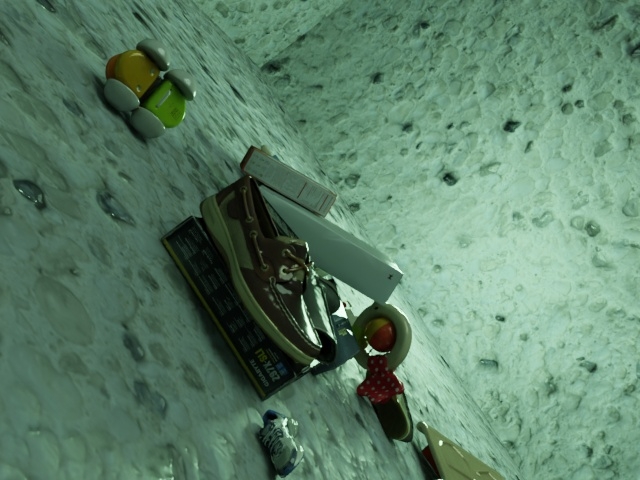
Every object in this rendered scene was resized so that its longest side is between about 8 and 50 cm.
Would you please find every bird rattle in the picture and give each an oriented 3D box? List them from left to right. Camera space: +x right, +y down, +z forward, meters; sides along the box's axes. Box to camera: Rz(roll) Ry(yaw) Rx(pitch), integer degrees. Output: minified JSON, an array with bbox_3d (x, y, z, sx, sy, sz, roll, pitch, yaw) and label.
[{"bbox_3d":[0.127,0.248,1.749,0.143,0.206,0.253,22,20,-39],"label":"bird rattle"}]

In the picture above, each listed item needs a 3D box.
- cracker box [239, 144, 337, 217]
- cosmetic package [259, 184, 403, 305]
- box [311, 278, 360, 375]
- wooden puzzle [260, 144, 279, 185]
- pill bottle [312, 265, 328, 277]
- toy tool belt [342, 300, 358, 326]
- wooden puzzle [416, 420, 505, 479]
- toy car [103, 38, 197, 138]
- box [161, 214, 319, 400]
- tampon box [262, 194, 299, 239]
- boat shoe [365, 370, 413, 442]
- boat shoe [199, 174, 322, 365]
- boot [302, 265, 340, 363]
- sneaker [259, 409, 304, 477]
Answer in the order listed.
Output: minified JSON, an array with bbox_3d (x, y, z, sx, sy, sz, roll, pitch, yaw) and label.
[{"bbox_3d":[-0.081,-0.147,1.831,0.232,0.067,0.156,30,5,-12],"label":"cracker box"},{"bbox_3d":[0.000,0.000,1.767,0.377,0.097,0.284,31,3,-3],"label":"cosmetic package"},{"bbox_3d":[0.008,0.181,1.627,0.233,0.059,0.183,0,71,-74],"label":"box"},{"bbox_3d":[-0.108,-0.147,2.150,0.220,0.044,0.238,57,-14,10],"label":"wooden puzzle"},{"bbox_3d":[-0.043,-0.010,1.983,0.221,0.124,0.124,52,10,-14],"label":"pill bottle"},{"bbox_3d":[0.071,0.207,2.048,0.083,0.052,0.051,58,-22,-1],"label":"toy tool belt"},{"bbox_3d":[0.384,0.639,1.862,0.322,0.080,0.348,38,11,-23],"label":"wooden puzzle"},{"bbox_3d":[-0.355,-0.303,1.508,0.136,0.159,0.182,9,-32,49],"label":"toy car"},{"bbox_3d":[-0.123,0.110,1.337,0.322,0.079,0.257,56,12,8],"label":"box"},{"bbox_3d":[-0.118,0.012,1.557,0.161,0.120,0.101,51,10,-22],"label":"tampon box"},{"bbox_3d":[0.168,0.388,1.804,0.073,0.080,0.223,53,13,-45],"label":"boat shoe"},{"bbox_3d":[-0.075,0.038,1.219,0.341,0.123,0.123,60,11,27],"label":"boat shoe"},{"bbox_3d":[0.002,0.143,1.390,0.189,0.076,0.208,46,11,-40],"label":"boot"},{"bbox_3d":[-0.065,0.295,1.098,0.058,0.052,0.135,41,6,-18],"label":"sneaker"}]
